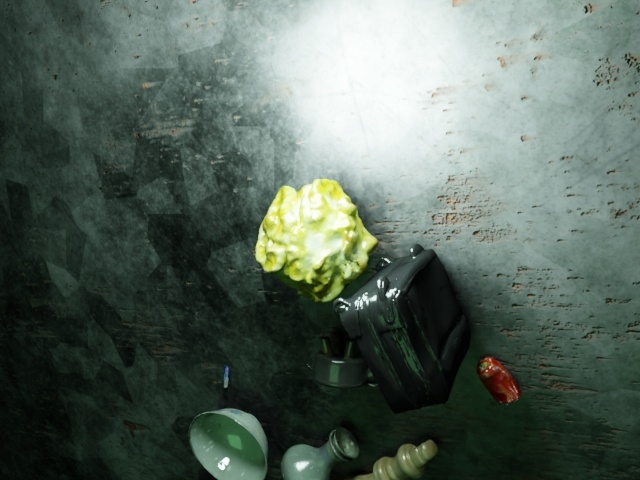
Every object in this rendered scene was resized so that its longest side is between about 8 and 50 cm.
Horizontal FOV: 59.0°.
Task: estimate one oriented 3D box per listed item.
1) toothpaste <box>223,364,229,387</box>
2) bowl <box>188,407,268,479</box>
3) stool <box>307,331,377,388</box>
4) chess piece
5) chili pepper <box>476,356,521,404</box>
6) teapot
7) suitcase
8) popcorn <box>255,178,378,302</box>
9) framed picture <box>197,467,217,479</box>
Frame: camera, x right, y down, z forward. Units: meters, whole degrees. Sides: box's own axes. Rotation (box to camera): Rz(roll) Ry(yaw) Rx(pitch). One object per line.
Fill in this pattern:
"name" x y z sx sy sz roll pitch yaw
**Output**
"toothpaste" -0.326 0.472 1.963 0.024 0.015 0.083 14 111 24
"bowl" -0.284 0.681 1.947 0.314 0.146 0.313 11 117 23
"stool" 0.083 0.344 1.629 0.153 0.228 0.139 -169 83 -69
"chess piece" 0.210 0.714 1.721 0.117 0.117 0.397 47 123 3
"chili pepper" 0.459 0.361 1.466 0.070 0.073 0.123 -38 93 -8
"teapot" -0.001 0.702 1.801 0.183 0.183 0.251 47 112 3
"suitcase" 0.221 0.211 1.360 0.188 0.345 0.339 -23 96 30
"popcorn" -0.011 -0.012 1.438 0.312 0.312 0.312 11 115 24
"framed picture" -0.348 0.944 2.061 0.339 0.255 0.014 -26 139 33
